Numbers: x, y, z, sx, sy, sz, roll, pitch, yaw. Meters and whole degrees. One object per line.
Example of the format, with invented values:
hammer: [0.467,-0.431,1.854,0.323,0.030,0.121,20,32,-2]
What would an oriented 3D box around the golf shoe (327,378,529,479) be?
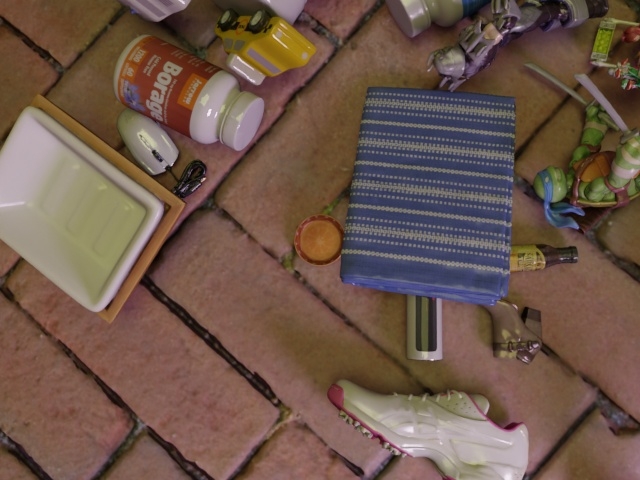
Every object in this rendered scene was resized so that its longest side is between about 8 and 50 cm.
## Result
golf shoe: [0.160,0.265,0.906,0.306,0.115,0.140,29,77,2]

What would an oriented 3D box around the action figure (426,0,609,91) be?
action figure: [0.273,-0.314,0.920,0.285,0.185,0.099,-28,95,-14]

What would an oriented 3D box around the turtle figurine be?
turtle figurine: [0.443,-0.149,0.869,0.267,0.198,0.274,-1,87,1]

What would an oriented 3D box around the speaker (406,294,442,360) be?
speaker: [0.157,0.111,0.940,0.055,0.055,0.136,1,83,6]

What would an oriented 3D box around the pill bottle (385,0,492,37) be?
pill bottle: [0.214,-0.410,0.954,0.222,0.124,0.124,-32,82,2]

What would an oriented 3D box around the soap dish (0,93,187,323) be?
soap dish: [-0.365,-0.049,0.959,0.291,0.118,0.228,36,103,8]

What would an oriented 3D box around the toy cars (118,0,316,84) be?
toy cars: [-0.191,-0.337,0.961,0.394,0.176,0.087,28,88,8]

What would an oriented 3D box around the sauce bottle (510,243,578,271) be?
sauce bottle: [0.321,0.025,0.938,0.128,0.042,0.042,-6,83,7]

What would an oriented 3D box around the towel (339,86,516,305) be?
towel: [0.168,-0.077,0.943,0.243,0.040,0.335,7,72,8]

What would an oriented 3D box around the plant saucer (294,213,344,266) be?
plant saucer: [0.000,0.000,0.988,0.084,0.013,0.083,-1,83,6]

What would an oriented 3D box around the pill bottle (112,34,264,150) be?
pill bottle: [-0.204,-0.228,0.979,0.216,0.121,0.121,27,87,8]

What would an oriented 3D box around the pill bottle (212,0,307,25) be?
pill bottle: [-0.028,-0.529,0.942,0.224,0.224,0.392,32,88,8]

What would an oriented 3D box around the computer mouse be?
computer mouse: [-0.275,-0.146,1.017,0.106,0.042,0.193,-40,82,2]

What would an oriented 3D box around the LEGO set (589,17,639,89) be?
LEGO set: [0.454,-0.275,0.897,0.107,0.132,0.287,17,53,16]

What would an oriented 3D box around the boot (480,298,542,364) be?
boot: [0.276,0.135,0.932,0.119,0.042,0.086,17,88,8]
